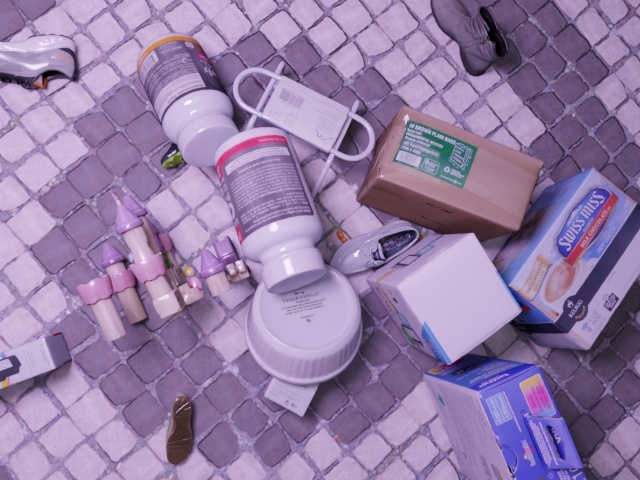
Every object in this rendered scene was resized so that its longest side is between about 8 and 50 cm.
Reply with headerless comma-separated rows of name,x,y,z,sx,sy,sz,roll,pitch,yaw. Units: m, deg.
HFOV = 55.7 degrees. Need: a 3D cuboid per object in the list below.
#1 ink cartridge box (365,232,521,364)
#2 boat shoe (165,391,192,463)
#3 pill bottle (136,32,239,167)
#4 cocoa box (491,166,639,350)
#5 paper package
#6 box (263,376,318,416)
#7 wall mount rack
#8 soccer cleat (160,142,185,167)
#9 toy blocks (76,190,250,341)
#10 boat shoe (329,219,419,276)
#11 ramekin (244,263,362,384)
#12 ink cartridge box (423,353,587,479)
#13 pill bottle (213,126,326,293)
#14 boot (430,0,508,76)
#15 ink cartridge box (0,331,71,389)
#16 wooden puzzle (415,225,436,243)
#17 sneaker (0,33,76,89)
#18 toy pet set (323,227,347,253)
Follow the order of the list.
ink cartridge box,0.258,0.117,1.337,0.197,0.270,0.198,-34,95,-8
boat shoe,-0.319,0.421,1.359,0.056,0.048,0.153,2,91,-19
pill bottle,-0.288,-0.307,1.331,0.162,0.162,0.279,-25,66,-9
cocoa box,0.568,0.047,1.409,0.228,0.231,0.347,39,81,-1
paper package,0.272,-0.131,1.351,0.324,0.309,0.168,21,82,-4
box,-0.064,0.327,1.374,0.101,0.087,0.102,29,82,-3
wall mount rack,-0.064,-0.236,1.418,0.349,0.130,0.304,26,78,-4
soccer cleat,-0.313,-0.240,1.420,0.072,0.060,0.179,44,74,8
toy blocks,-0.338,0.017,1.269,0.308,0.288,0.260,-23,93,-6
boat shoe,0.129,0.020,1.425,0.227,0.081,0.079,-28,107,-9
ramekin,-0.033,0.167,1.324,0.272,0.127,0.273,3,59,-5
ink cartridge box,0.386,0.397,1.268,0.151,0.395,0.270,-22,88,-9
pill bottle,-0.098,-0.060,1.266,0.176,0.176,0.319,-18,73,-9
boot,0.371,-0.534,1.479,0.083,0.161,0.247,-30,89,-10
ink cartridge box,-0.642,0.263,1.288,0.175,0.127,0.072,-21,90,-8
wooden puzzle,0.254,-0.004,1.489,0.083,0.006,0.049,30,82,-3
sneaker,-0.688,-0.390,1.364,0.271,0.100,0.108,-12,91,-8
toy pet set,0.000,0.000,1.426,0.122,0.065,0.114,-30,89,-10
